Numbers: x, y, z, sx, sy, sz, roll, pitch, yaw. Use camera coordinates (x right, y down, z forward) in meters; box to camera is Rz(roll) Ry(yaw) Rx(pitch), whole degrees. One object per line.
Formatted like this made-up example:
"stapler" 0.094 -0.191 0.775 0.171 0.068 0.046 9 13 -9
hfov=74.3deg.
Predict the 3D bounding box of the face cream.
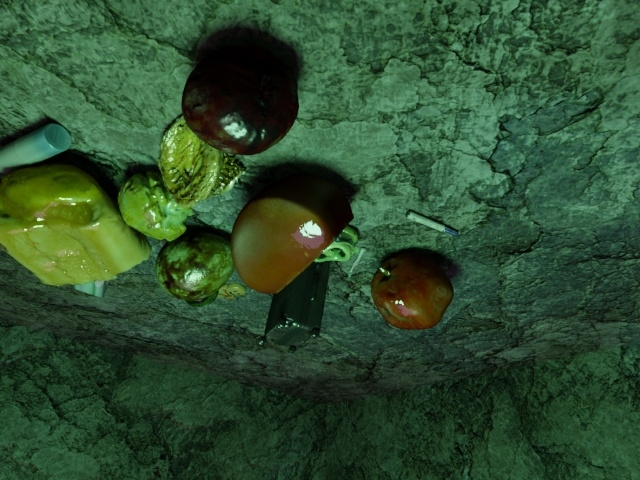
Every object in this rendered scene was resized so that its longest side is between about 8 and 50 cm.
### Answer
"face cream" -0.796 -0.248 1.159 0.250 0.077 0.077 -11 143 26

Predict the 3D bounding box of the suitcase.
"suitcase" -0.087 0.206 1.523 0.152 0.334 0.229 22 144 -17

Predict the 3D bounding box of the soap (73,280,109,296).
"soap" -0.842 0.097 1.588 0.109 0.192 0.324 20 144 -20

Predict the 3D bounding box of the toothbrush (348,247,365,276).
"toothbrush" 0.134 0.082 1.591 0.017 0.022 0.204 8 144 -9

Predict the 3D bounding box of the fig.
"fig" -0.176 -0.285 0.891 0.264 0.223 0.224 -3 146 20

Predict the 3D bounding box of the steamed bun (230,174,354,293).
"steamed bun" -0.110 -0.031 1.217 0.248 0.235 0.379 45 130 -3

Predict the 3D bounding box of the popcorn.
"popcorn" -0.492 -0.100 1.257 0.204 0.183 0.221 28 156 21

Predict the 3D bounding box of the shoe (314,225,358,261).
"shoe" 0.000 -0.006 1.399 0.263 0.128 0.139 7 133 -7

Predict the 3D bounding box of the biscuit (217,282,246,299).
"biscuit" -0.442 0.226 1.881 0.235 0.030 0.153 -5 147 16

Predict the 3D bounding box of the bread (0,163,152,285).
"bread" -0.752 -0.063 1.283 0.362 0.250 0.394 -9 146 -4

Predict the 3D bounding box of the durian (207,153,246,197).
"durian" -0.314 -0.163 1.221 0.141 0.078 0.224 21 141 -22

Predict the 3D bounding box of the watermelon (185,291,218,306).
"watermelon" -0.480 0.204 1.750 0.188 0.140 0.140 -12 143 21

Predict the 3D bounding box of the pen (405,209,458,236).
"pen" 0.358 -0.053 1.349 0.204 0.025 0.025 19 144 -22

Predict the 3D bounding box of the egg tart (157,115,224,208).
"egg tart" -0.323 -0.205 1.093 0.099 0.232 0.252 -9 133 -52

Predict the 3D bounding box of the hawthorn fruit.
"hawthorn fruit" 0.309 0.173 1.495 0.276 0.275 0.300 -27 124 39

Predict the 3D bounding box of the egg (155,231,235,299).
"egg" -0.429 0.086 1.476 0.290 0.238 0.238 -14 143 13
